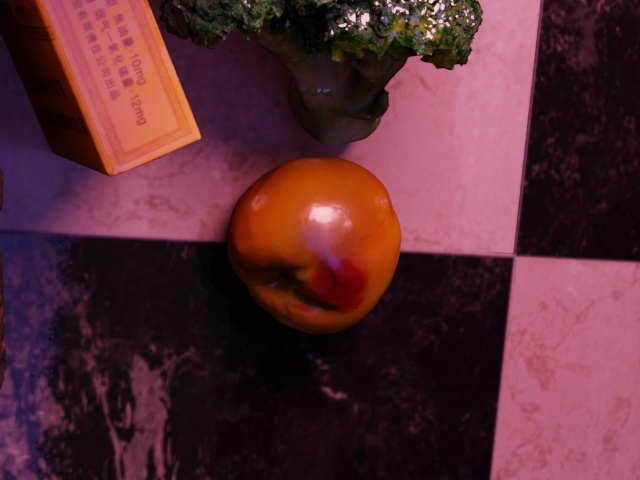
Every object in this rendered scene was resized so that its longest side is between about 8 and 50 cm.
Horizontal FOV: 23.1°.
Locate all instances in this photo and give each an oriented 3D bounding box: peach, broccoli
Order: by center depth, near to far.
[{"bbox_3d":[0.009,-0.195,1.181,0.254,0.269,0.269,11,93,12],"label":"broccoli"},{"bbox_3d":[0.000,0.000,1.237,0.138,0.138,0.138,-3,99,-24],"label":"peach"}]

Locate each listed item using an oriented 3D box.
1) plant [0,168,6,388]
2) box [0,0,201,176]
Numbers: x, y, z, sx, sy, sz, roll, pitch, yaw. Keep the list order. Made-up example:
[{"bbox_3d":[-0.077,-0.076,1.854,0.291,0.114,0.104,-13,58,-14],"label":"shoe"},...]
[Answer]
[{"bbox_3d":[-0.296,-0.042,1.071,0.194,0.181,0.320,-9,105,-23],"label":"plant"},{"bbox_3d":[-0.188,-0.188,1.096,0.076,0.174,0.274,-26,107,-18],"label":"box"}]
